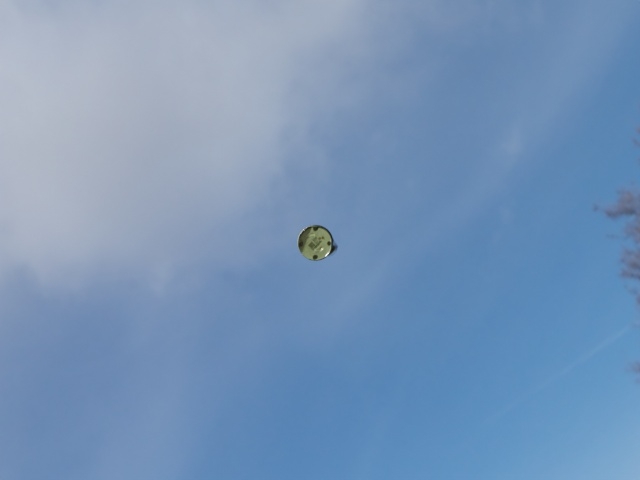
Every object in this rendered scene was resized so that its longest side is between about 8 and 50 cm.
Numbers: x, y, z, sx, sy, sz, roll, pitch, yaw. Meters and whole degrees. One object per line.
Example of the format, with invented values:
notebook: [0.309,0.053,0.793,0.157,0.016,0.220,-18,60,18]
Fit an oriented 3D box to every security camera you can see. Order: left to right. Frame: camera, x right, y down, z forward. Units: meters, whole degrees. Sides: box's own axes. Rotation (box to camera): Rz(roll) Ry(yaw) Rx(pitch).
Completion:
security camera: [0.000,0.000,1.658,0.058,0.058,0.092,-44,-2,10]
